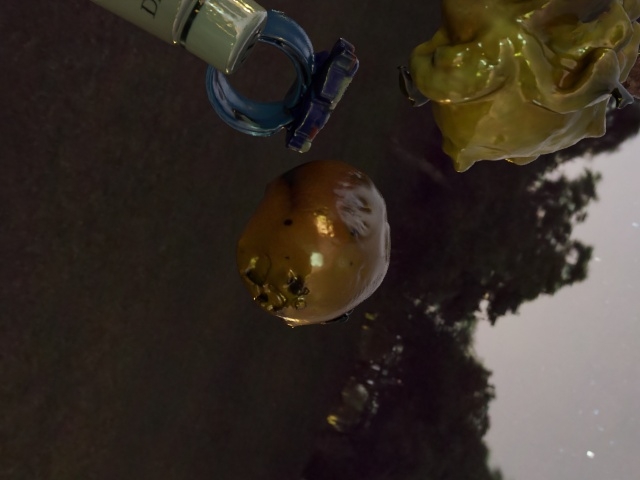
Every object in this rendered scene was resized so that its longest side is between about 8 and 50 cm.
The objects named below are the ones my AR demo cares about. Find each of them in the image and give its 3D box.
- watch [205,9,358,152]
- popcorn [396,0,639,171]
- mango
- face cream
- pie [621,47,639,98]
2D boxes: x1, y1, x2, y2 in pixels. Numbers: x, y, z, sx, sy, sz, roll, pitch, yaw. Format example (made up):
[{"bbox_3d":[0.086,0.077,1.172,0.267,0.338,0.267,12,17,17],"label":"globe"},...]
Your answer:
[{"bbox_3d":[-0.069,-0.252,1.045,0.171,0.200,0.196,-92,-154,-60],"label":"watch"},{"bbox_3d":[0.252,-0.225,0.816,0.297,0.281,0.316,-19,134,-31],"label":"popcorn"},{"bbox_3d":[0.000,0.000,0.894,0.153,0.201,0.287,-56,-179,31],"label":"mango"},{"bbox_3d":[-0.202,-0.291,0.713,0.143,0.314,0.089,-55,-177,23],"label":"face cream"},{"bbox_3d":[0.583,-0.331,1.125,0.054,0.204,0.219,-108,-171,-52],"label":"pie"}]
